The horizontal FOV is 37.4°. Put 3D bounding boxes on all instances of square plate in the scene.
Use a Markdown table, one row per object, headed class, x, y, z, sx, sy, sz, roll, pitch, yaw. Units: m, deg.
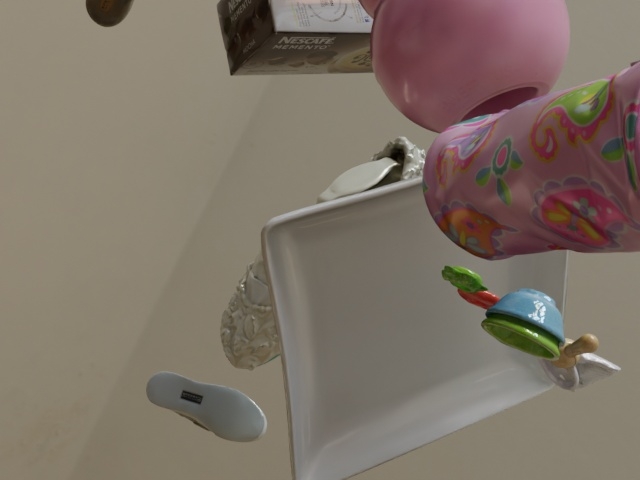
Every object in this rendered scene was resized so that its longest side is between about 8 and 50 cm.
| class | x | y | z | sx | sy | sz | roll | pitch | yaw |
| --- | --- | --- | --- | --- | --- | --- | --- | --- | --- |
| square plate | 0.107 | 0.070 | 0.977 | 0.049 | 0.347 | 0.344 | 46 | -32 | 50 |

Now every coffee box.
| class | x | y | z | sx | sy | sz | roll | pitch | yaw |
| --- | --- | --- | --- | --- | --- | --- | --- | --- | --- |
| coffee box | 0.019 | -0.329 | 1.403 | 0.168 | 0.297 | 0.119 | -24 | -105 | 59 |

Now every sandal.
| class | x | y | z | sx | sy | sz | roll | pitch | yaw |
| --- | --- | --- | --- | --- | --- | --- | --- | --- | --- |
| sandal | -0.240 | -0.320 | 1.111 | 0.072 | 0.049 | 0.180 | 35 | -50 | 1 |

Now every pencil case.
| class | x | y | z | sx | sy | sz | roll | pitch | yaw |
| --- | --- | --- | --- | --- | --- | --- | --- | --- | --- |
| pencil case | 0.176 | -0.050 | 0.628 | 0.284 | 0.124 | 0.124 | 168 | -75 | -71 |

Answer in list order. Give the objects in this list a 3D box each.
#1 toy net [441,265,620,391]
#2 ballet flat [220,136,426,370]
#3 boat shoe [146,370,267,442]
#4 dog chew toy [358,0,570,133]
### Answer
| class | x | y | z | sx | sy | sz | roll | pitch | yaw |
| --- | --- | --- | --- | --- | --- | --- | --- | --- | --- |
| toy net | 0.190 | 0.092 | 0.848 | 0.122 | 0.232 | 0.045 | 15 | -106 | 38 |
| ballet flat | 0.000 | 0.000 | 1.317 | 0.409 | 0.147 | 0.147 | -42 | -118 | -12 |
| boat shoe | -0.177 | 0.269 | 1.536 | 0.219 | 0.070 | 0.077 | 19 | -104 | 23 |
| dog chew toy | 0.127 | -0.282 | 1.004 | 0.207 | 0.206 | 0.332 | -28 | -107 | 26 |
